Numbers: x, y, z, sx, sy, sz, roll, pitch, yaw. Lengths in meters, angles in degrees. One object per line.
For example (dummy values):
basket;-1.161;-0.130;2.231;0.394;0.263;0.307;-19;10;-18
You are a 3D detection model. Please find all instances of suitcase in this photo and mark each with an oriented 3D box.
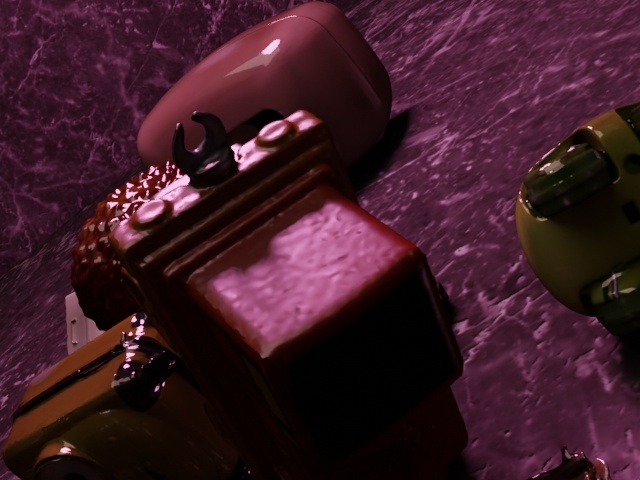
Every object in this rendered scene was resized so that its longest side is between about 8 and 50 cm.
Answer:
suitcase;-0.173;0.192;1.006;0.235;0.194;0.143;-32;29;25

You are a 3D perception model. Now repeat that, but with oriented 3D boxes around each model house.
model house;-0.274;0.128;1.485;0.100;0.149;0.127;-23;66;45

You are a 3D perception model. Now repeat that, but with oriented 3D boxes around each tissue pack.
tissue pack;-0.094;-0.178;1.629;0.387;0.267;0.277;-28;17;28

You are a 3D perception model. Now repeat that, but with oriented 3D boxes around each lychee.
lychee;-0.174;0.025;1.242;0.236;0.236;0.271;-21;36;45

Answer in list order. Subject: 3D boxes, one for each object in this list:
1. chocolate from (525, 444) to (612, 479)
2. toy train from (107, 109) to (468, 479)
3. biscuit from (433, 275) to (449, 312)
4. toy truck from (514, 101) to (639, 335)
chocolate;0.051;0.242;0.656;0.329;0.065;0.102;-33;33;22
toy train;-0.003;0.077;0.711;0.163;0.369;0.231;-34;37;-13
biscuit;0.043;0.095;1.038;0.194;0.053;0.194;-34;18;13
toy truck;0.252;-0.032;0.813;0.187;0.148;0.210;-31;-2;19
